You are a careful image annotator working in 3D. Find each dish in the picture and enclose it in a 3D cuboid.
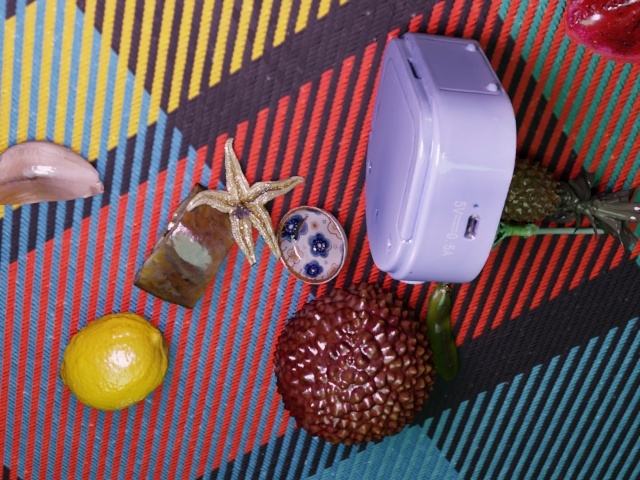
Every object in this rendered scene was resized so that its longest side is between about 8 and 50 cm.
[{"bbox_3d":[0.000,0.000,1.748,0.141,0.078,0.141,9,108,29],"label":"dish"}]

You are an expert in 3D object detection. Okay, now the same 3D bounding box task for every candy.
[{"bbox_3d":[0.376,-0.024,1.765,0.305,0.091,0.083,-1,136,-17],"label":"candy"}]

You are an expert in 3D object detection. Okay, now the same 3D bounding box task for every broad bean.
[{"bbox_3d":[0.231,0.178,1.892,0.065,0.046,0.254,-14,124,-10],"label":"broad bean"}]

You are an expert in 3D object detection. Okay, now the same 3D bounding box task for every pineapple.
[{"bbox_3d":[0.430,-0.059,1.702,0.277,0.119,0.130,11,80,-12],"label":"pineapple"}]

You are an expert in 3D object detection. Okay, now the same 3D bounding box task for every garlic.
[{"bbox_3d":[-0.462,-0.115,1.627,0.196,0.087,0.101,-6,137,-4],"label":"garlic"}]

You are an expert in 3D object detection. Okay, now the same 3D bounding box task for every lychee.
[{"bbox_3d":[0.061,0.228,1.773,0.306,0.330,0.306,1,97,11],"label":"lychee"}]

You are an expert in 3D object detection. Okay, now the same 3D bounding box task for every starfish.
[{"bbox_3d":[-0.121,-0.066,1.669,0.217,0.050,0.223,-17,98,-16],"label":"starfish"}]

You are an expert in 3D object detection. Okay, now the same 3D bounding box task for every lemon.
[{"bbox_3d":[-0.373,0.219,1.802,0.193,0.180,0.180,-48,117,-2],"label":"lemon"}]

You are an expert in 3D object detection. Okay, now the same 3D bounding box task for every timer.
[{"bbox_3d":[0.180,-0.102,1.512,0.173,0.395,0.395,3,123,-9],"label":"timer"}]

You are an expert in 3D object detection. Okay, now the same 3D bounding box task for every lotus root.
[{"bbox_3d":[-0.234,0.026,1.717,0.119,0.138,0.235,31,122,-11],"label":"lotus root"}]

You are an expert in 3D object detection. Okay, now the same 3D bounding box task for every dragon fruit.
[{"bbox_3d":[0.520,-0.360,1.517,0.262,0.134,0.211,-16,137,25],"label":"dragon fruit"}]
